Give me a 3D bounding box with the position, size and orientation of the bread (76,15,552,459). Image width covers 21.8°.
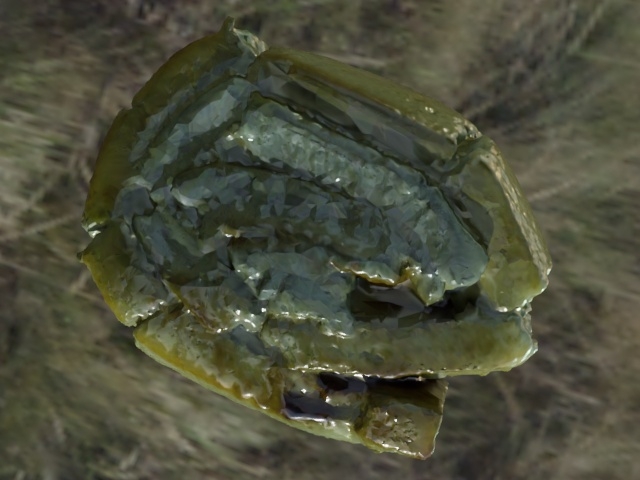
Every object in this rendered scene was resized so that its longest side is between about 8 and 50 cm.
[{"bbox_3d":[0.000,0.000,0.542,0.064,0.156,0.117,27,84,-76],"label":"bread"}]
